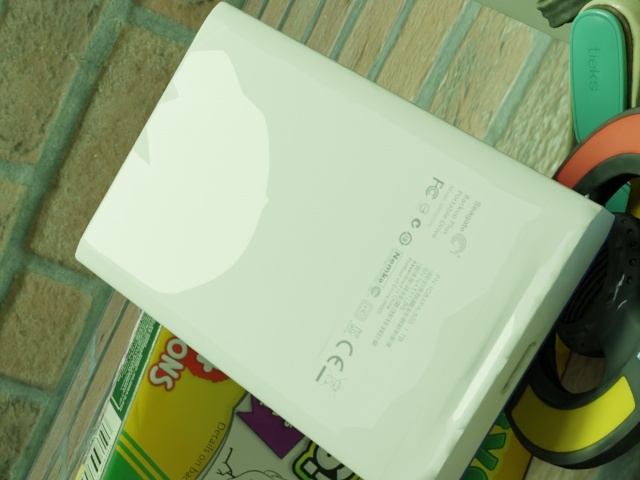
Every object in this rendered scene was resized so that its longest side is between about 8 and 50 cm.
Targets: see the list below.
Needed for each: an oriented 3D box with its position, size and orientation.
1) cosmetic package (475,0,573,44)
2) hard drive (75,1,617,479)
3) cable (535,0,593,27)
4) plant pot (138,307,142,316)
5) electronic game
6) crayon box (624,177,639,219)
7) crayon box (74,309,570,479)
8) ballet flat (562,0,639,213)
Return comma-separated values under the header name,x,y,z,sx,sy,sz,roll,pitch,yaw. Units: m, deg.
name,x,y,z,sx,sy,sz,roll,pitch,yaw
cosmetic package,0.140,-0.317,1.023,0.197,0.366,0.155,132,156,-55
hard drive,0.000,0.000,0.816,0.319,0.040,0.210,33,95,31
cable,0.274,-0.253,0.893,0.287,0.072,0.139,-22,24,39
plant pot,0.002,0.024,1.207,0.293,0.293,0.235,-61,1,24
electronic game,0.172,0.026,0.774,0.229,0.048,0.229,-163,90,-73
crayon box,0.279,-0.055,0.765,0.202,0.081,0.318,-28,44,65
crayon box,0.012,0.114,0.979,0.362,0.313,0.106,-69,16,-2
ballet flat,0.221,-0.057,0.932,0.086,0.086,0.248,-115,27,-68
